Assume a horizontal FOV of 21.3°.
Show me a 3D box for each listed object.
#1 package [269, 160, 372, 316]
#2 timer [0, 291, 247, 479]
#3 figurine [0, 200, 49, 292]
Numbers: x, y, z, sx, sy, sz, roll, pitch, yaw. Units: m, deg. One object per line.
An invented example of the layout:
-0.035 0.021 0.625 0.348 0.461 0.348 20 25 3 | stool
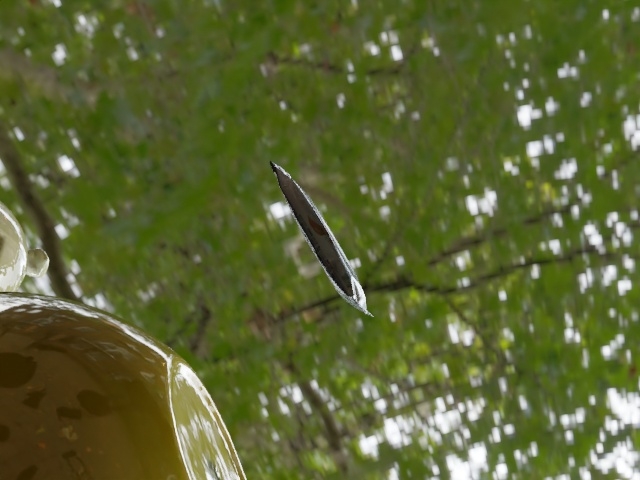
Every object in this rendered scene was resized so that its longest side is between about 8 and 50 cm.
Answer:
0.000 0.000 1.021 0.015 0.037 0.110 -33 -114 8 | package
-0.237 0.214 1.048 0.386 0.376 0.376 -23 -124 4 | timer
-0.352 -0.056 1.239 0.226 0.394 0.275 -37 -132 15 | figurine
